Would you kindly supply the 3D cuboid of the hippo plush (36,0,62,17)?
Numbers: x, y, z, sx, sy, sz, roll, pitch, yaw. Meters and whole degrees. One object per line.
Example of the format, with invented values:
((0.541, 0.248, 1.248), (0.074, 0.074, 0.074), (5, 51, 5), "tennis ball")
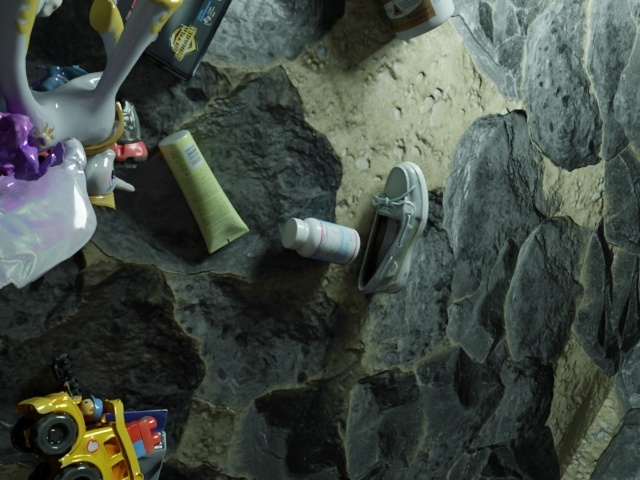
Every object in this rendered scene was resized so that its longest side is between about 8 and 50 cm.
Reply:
((-0.391, -0.402, 0.594), (0.235, 0.236, 0.294), (-23, 137, -21), "hippo plush")

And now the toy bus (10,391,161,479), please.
((-0.398, 0.351, 0.853), (0.212, 0.150, 0.220), (-19, 91, -46), "toy bus")

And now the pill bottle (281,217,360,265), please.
((0.000, 0.000, 1.060), (0.160, 0.087, 0.087), (14, 96, -31), "pill bottle")

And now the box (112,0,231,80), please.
((-0.253, -0.414, 0.823), (0.175, 0.051, 0.220), (28, 89, -32), "box")

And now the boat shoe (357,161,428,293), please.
((0.162, -0.025, 1.132), (0.103, 0.118, 0.320), (1, 110, -34), "boat shoe")

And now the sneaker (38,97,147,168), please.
((-0.418, -0.185, 0.766), (0.276, 0.098, 0.135), (-4, 106, -31), "sneaker")

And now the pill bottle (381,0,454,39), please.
((0.172, -0.542, 0.983), (0.131, 0.131, 0.229), (-41, 119, -14), "pill bottle")

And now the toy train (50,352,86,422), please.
((-0.468, 0.284, 0.907), (0.036, 0.027, 0.158), (-17, 111, -23), "toy train")

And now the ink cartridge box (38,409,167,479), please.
((-0.424, 0.441, 0.947), (0.224, 0.045, 0.223), (7, 108, -31), "ink cartridge box")

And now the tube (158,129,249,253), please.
((-0.226, -0.090, 0.929), (0.070, 0.062, 0.240), (-11, 123, 20), "tube")

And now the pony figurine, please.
((-0.345, -0.136, 0.589), (0.351, 0.303, 0.363), (-35, 156, -53), "pony figurine")
